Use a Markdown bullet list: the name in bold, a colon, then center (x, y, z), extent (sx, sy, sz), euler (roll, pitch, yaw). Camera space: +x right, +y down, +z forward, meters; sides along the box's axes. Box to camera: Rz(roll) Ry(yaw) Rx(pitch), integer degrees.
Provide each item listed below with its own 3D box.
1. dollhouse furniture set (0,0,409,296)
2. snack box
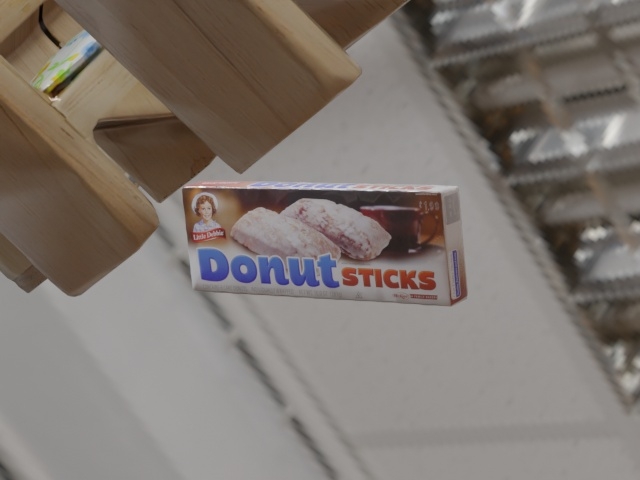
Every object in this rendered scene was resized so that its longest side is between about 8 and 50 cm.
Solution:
- **dollhouse furniture set**: center (-0.092, -0.179, 0.816), extent (0.256, 0.362, 0.394), euler (44, -38, -9)
- **snack box**: center (0.000, 0.000, 1.093), extent (0.178, 0.022, 0.064), euler (2, -76, 35)
